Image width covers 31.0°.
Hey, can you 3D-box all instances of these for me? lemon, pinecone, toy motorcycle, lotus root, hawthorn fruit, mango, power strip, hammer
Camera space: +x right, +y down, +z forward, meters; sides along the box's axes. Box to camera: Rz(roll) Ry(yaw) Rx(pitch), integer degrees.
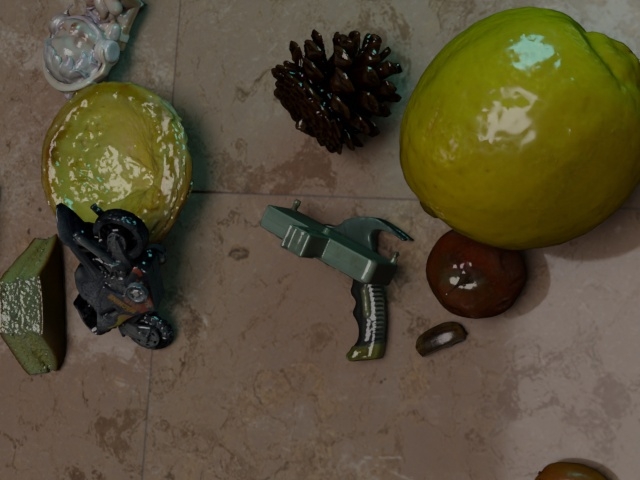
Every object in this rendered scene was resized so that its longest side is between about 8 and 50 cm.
[{"bbox_3d":[0.275,-0.146,1.561,0.348,0.348,0.348,-2,85,28],"label":"lemon"},{"bbox_3d":[0.030,-0.238,1.782,0.207,0.208,0.208,-2,85,28],"label":"pinecone"},{"bbox_3d":[-0.345,0.067,1.927,0.173,0.108,0.307,4,130,15],"label":"toy motorcycle"},{"bbox_3d":[0.180,0.147,1.756,0.083,0.030,0.037,-26,74,23],"label":"lotus root"},{"bbox_3d":[0.227,0.040,1.663,0.149,0.189,0.149,0,80,-2],"label":"hawthorn fruit"},{"bbox_3d":[0.357,0.354,1.631,0.114,0.060,0.080,8,74,30],"label":"mango"},{"bbox_3d":[0.000,0.000,1.752,0.215,0.145,0.061,27,101,28],"label":"power strip"},{"bbox_3d":[0.072,0.075,1.813,0.158,0.041,0.226,-6,83,29],"label":"hammer"}]

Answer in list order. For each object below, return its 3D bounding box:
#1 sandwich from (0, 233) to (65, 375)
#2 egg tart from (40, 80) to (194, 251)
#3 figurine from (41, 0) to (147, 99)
[{"bbox_3d":[-0.520,0.118,2.098,0.094,0.096,0.258,-4,87,22],"label":"sandwich"},{"bbox_3d":[-0.339,-0.125,1.997,0.315,0.120,0.315,1,91,23],"label":"egg tart"},{"bbox_3d":[-0.418,-0.361,2.046,0.162,0.141,0.237,41,106,29],"label":"figurine"}]
